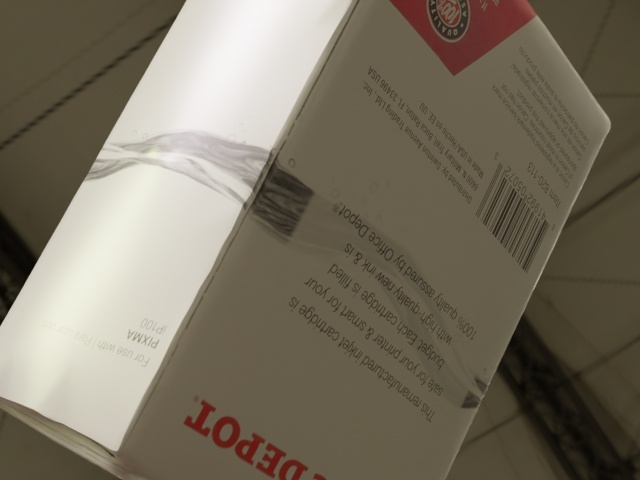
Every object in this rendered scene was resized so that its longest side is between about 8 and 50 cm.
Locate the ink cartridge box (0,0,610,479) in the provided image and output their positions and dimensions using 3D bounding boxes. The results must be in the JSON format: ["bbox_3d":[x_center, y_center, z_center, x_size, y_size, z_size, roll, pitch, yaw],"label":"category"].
[{"bbox_3d":[0.000,0.000,0.580,0.207,0.117,0.283,42,-111,-44],"label":"ink cartridge box"}]
